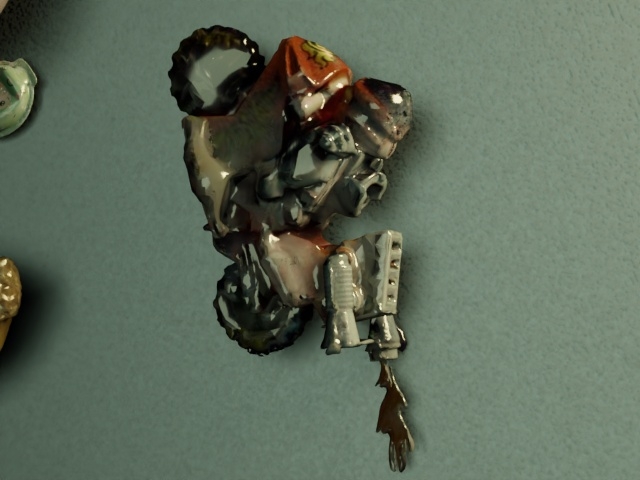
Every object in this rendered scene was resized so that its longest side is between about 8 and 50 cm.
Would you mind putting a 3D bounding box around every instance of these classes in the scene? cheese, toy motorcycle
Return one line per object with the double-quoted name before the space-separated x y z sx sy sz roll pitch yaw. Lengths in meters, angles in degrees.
"cheese" -0.305 -0.116 1.630 0.120 0.026 0.067 -42 78 8
"toy motorcycle" 0.000 0.000 1.499 0.207 0.134 0.401 -13 82 18

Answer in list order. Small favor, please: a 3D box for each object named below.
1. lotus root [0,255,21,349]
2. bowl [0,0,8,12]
"lotus root" -0.393 0.091 1.584 0.303 0.131 0.146 -22 58 10
"bowl" -0.383 -0.272 1.600 0.287 0.144 0.287 -1 85 13
